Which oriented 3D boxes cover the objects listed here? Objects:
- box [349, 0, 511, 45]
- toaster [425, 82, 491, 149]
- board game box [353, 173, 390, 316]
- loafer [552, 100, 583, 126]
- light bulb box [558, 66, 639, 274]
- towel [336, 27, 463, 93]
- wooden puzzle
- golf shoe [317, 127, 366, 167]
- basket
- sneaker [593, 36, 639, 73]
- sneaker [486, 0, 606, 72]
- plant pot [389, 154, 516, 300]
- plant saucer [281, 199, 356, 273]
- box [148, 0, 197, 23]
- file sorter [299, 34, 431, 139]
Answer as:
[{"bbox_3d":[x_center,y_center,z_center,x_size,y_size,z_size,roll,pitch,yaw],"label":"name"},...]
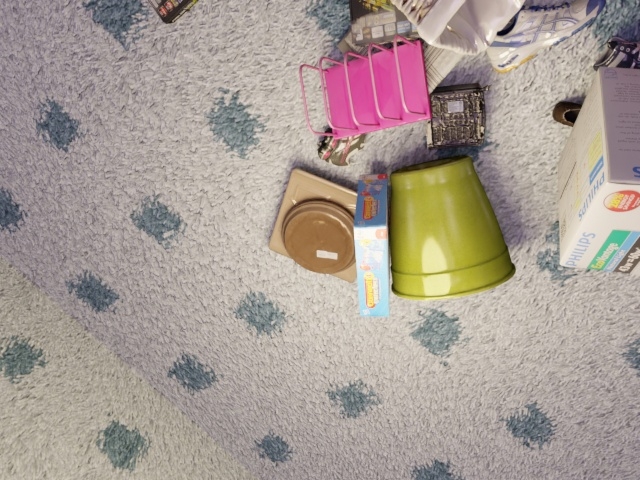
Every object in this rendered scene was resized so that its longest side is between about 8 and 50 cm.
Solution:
[{"bbox_3d":[0.256,-0.669,1.285,0.394,0.097,0.318,3,108,30],"label":"box"},{"bbox_3d":[0.388,-0.355,1.485,0.185,0.110,0.168,-2,116,16],"label":"toaster"},{"bbox_3d":[0.156,0.007,1.521,0.086,0.308,0.302,-1,122,9],"label":"board game box"},{"bbox_3d":[0.748,-0.323,1.426,0.220,0.078,0.080,10,118,10],"label":"loafer"},{"bbox_3d":[0.743,-0.160,1.278,0.225,0.361,0.358,7,149,11],"label":"light bulb box"},{"bbox_3d":[0.230,-0.542,1.409,0.312,0.056,0.324,50,120,11],"label":"towel"},{"bbox_3d":[0.018,-0.052,1.756,0.322,0.080,0.348,22,124,3],"label":"wooden puzzle"},{"bbox_3d":[0.098,-0.344,1.587,0.120,0.105,0.273,25,126,-18],"label":"golf shoe"},{"bbox_3d":[0.291,-0.588,1.045,0.266,0.328,0.331,48,123,14],"label":"basket"},{"bbox_3d":[0.835,-0.484,1.313,0.282,0.099,0.153,-38,104,30],"label":"sneaker"},{"bbox_3d":[0.564,-0.558,1.339,0.296,0.112,0.131,-28,106,24],"label":"sneaker"},{"bbox_3d":[0.353,-0.055,1.537,0.366,0.366,0.353,-10,100,19],"label":"plant pot"},{"bbox_3d":[0.000,0.000,1.720,0.277,0.041,0.278,7,121,12],"label":"plant saucer"},{"bbox_3d":[-0.448,-0.806,1.507,0.216,0.060,0.270,-28,106,25],"label":"box"},{"bbox_3d":[0.112,-0.396,1.372,0.290,0.182,0.202,-7,94,31],"label":"file sorter"}]
